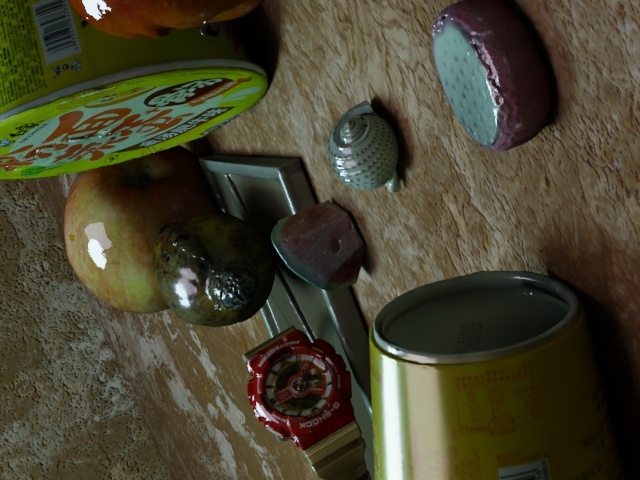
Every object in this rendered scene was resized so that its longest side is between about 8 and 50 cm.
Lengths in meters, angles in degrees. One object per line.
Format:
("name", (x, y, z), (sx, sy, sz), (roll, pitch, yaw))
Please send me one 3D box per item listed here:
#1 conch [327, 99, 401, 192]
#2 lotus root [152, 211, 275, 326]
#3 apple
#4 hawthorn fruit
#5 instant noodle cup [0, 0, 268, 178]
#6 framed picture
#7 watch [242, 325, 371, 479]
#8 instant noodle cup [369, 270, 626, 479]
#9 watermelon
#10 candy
("conch", (0.033, -0.072, 1.588), (0.085, 0.057, 0.076), (82, 171, -46))
("lotus root", (-0.107, 0.031, 1.999), (0.209, 0.120, 0.120), (34, 146, 66))
("apple", (-0.197, -0.019, 2.207), (0.188, 0.188, 0.174), (55, 158, 37))
("hawthorn fruit", (-0.131, -0.276, 1.592), (0.196, 0.197, 0.225), (180, 81, -74))
("instant noodle cup", (-0.219, -0.208, 1.852), (0.311, 0.311, 0.221), (132, 124, -74))
("framed picture", (0.001, 0.118, 2.048), (0.446, 0.028, 0.326), (69, 165, -11))
("watch", (-0.010, 0.189, 1.993), (0.165, 0.102, 0.268), (56, 170, 31))
("instant noodle cup", (0.124, 0.157, 1.374), (0.215, 0.216, 0.236), (-143, 40, -62))
("watermelon", (-0.004, 0.000, 1.800), (0.084, 0.092, 0.072), (35, 108, 49))
("candy", (0.111, -0.109, 1.272), (0.103, 0.043, 0.103), (159, 90, -76))
